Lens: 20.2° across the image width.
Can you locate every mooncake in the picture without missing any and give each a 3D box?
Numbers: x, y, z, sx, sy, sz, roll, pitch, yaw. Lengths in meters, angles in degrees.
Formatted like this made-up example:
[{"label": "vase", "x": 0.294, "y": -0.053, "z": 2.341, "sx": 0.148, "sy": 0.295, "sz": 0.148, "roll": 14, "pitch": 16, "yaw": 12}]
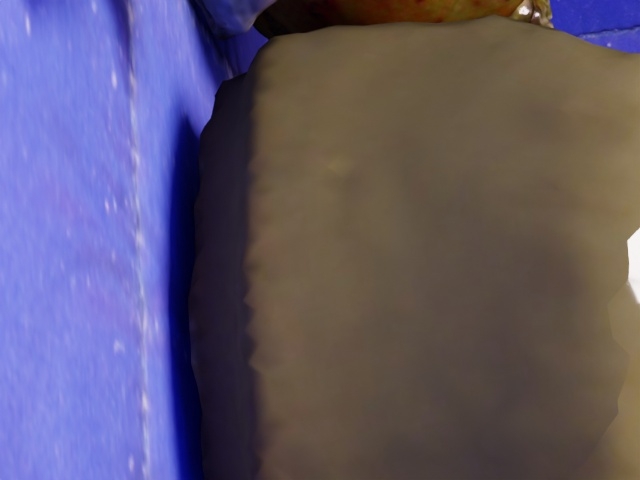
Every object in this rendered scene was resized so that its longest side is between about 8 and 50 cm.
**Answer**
[{"label": "mooncake", "x": 0.091, "y": 0.071, "z": 0.854, "sx": 0.393, "sy": 0.246, "sz": 0.394, "roll": -59, "pitch": 142, "yaw": -63}]

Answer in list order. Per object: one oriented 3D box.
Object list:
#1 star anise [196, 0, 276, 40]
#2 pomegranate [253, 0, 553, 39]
[{"label": "star anise", "x": -0.049, "y": -0.233, "z": 0.645, "sx": 0.332, "sy": 0.117, "sz": 0.332, "roll": -5, "pitch": 90, "yaw": -76}, {"label": "pomegranate", "x": 0.026, "y": -0.198, "z": 0.864, "sx": 0.198, "sy": 0.198, "sz": 0.246, "roll": -73, "pitch": 151, "yaw": -69}]
